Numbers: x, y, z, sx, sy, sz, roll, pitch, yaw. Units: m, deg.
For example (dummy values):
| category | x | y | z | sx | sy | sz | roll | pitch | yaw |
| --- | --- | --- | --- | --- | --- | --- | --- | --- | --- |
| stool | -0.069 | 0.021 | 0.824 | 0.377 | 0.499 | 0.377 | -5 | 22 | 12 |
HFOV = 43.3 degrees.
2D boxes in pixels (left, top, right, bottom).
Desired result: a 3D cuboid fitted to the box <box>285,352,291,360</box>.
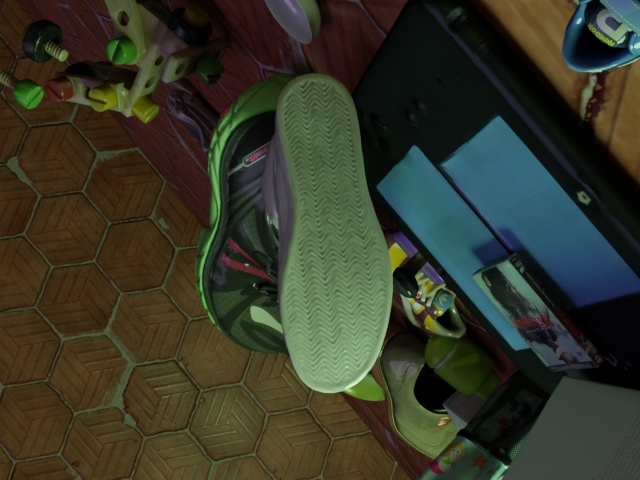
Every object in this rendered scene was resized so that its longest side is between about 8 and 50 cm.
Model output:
| category | x | y | z | sx | sy | sz | roll | pitch | yaw |
| --- | --- | --- | --- | --- | --- | --- | --- | --- | --- |
| box | -0.020 | 0.168 | 1.701 | 0.247 | 0.163 | 0.142 | 48 | 164 | 10 |

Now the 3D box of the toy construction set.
| category | x | y | z | sx | sy | sz | roll | pitch | yaw |
| --- | --- | --- | --- | --- | --- | --- | --- | --- | --- |
| toy construction set | -0.242 | -0.258 | 1.172 | 0.237 | 0.257 | 0.309 | 33 | -171 | 8 |

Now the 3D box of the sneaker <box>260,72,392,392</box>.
| category | x | y | z | sx | sy | sz | roll | pitch | yaw |
| --- | --- | --- | --- | --- | --- | --- | --- | --- | --- |
| sneaker | 0.000 | 0.000 | 0.809 | 0.169 | 0.108 | 0.292 | 137 | 131 | -80 |

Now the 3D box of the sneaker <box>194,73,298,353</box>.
| category | x | y | z | sx | sy | sz | roll | pitch | yaw |
| --- | --- | --- | --- | --- | --- | --- | --- | --- | --- |
| sneaker | -0.047 | 0.017 | 1.075 | 0.202 | 0.185 | 0.483 | 40 | 148 | 27 |

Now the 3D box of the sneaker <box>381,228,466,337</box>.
| category | x | y | z | sx | sy | sz | roll | pitch | yaw |
| --- | --- | --- | --- | --- | --- | --- | --- | --- | --- |
| sneaker | 0.133 | 0.056 | 1.058 | 0.084 | 0.069 | 0.185 | 21 | 156 | 51 |

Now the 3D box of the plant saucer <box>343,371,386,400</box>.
| category | x | y | z | sx | sy | sz | roll | pitch | yaw |
| --- | --- | --- | --- | --- | --- | --- | --- | --- | --- |
| plant saucer | 0.060 | 0.192 | 1.505 | 0.241 | 0.037 | 0.241 | 27 | -151 | -16 |

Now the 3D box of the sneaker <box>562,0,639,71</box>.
| category | x | y | z | sx | sy | sz | roll | pitch | yaw |
| --- | --- | --- | --- | --- | --- | --- | --- | --- | --- |
| sneaker | 0.164 | -0.123 | 0.389 | 0.053 | 0.059 | 0.144 | 51 | 167 | 8 |

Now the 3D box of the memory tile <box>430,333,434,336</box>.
| category | x | y | z | sx | sy | sz | roll | pitch | yaw |
| --- | --- | --- | --- | --- | --- | --- | --- | --- | --- |
| memory tile | 0.198 | 0.158 | 1.235 | 0.113 | 0.012 | 0.148 | 32 | 158 | 56 |

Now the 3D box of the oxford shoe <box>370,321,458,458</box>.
| category | x | y | z | sx | sy | sz | roll | pitch | yaw |
| --- | --- | --- | --- | --- | --- | --- | --- | --- | --- |
| oxford shoe | 0.193 | 0.298 | 1.430 | 0.130 | 0.123 | 0.348 | 28 | 156 | 49 |

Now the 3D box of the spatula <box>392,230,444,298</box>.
| category | x | y | z | sx | sy | sz | roll | pitch | yaw |
| --- | --- | --- | --- | --- | --- | --- | --- | --- | --- |
| spatula | 0.100 | 0.032 | 0.873 | 0.084 | 0.030 | 0.296 | 49 | -168 | 2 |

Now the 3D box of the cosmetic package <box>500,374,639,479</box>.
| category | x | y | z | sx | sy | sz | roll | pitch | yaw |
| --- | --- | --- | --- | --- | --- | --- | --- | --- | --- |
| cosmetic package | 0.304 | 0.233 | 0.649 | 0.224 | 0.138 | 0.224 | 37 | 168 | -10 |

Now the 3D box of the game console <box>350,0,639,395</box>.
| category | x | y | z | sx | sy | sz | roll | pitch | yaw |
| --- | --- | --- | --- | --- | --- | --- | --- | --- | --- |
| game console | 0.169 | -0.008 | 0.725 | 0.386 | 0.060 | 0.342 | 49 | 168 | 2 |

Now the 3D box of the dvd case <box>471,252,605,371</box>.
| category | x | y | z | sx | sy | sz | roll | pitch | yaw |
| --- | --- | --- | --- | --- | --- | --- | --- | --- | --- |
| dvd case | 0.193 | 0.068 | 0.727 | 0.119 | 0.013 | 0.087 | 49 | 164 | 1 |

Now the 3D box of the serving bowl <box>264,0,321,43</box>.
| category | x | y | z | sx | sy | sz | roll | pitch | yaw |
| --- | --- | --- | --- | --- | --- | --- | --- | --- | --- |
| serving bowl | -0.026 | -0.240 | 0.809 | 0.083 | 0.027 | 0.083 | 48 | 167 | 14 |

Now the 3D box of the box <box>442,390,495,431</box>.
| category | x | y | z | sx | sy | sz | roll | pitch | yaw |
| --- | --- | --- | --- | --- | --- | --- | --- | --- | --- |
| box | 0.273 | 0.299 | 1.242 | 0.137 | 0.072 | 0.126 | 35 | 160 | 54 |

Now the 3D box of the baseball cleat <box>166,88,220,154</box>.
| category | x | y | z | sx | sy | sz | roll | pitch | yaw |
| --- | --- | --- | --- | --- | --- | --- | --- | --- | --- |
| baseball cleat | -0.206 | -0.205 | 1.522 | 0.206 | 0.072 | 0.109 | 52 | -177 | 14 |

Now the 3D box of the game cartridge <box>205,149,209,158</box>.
| category | x | y | z | sx | sy | sz | roll | pitch | yaw |
| --- | --- | --- | --- | --- | --- | --- | --- | --- | --- |
| game cartridge | -0.160 | -0.113 | 1.338 | 0.083 | 0.017 | 0.056 | 56 | 171 | -21 |

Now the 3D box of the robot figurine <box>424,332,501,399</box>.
| category | x | y | z | sx | sy | sz | roll | pitch | yaw |
| --- | --- | --- | --- | --- | --- | --- | --- | --- | --- |
| robot figurine | 0.195 | 0.169 | 1.123 | 0.115 | 0.067 | 0.101 | 38 | -175 | 2 |

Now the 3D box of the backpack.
| category | x | y | z | sx | sy | sz | roll | pitch | yaw |
| --- | --- | --- | --- | --- | --- | --- | --- | --- | --- |
| backpack | 0.241 | 0.318 | 0.979 | 0.191 | 0.253 | 0.225 | 33 | 158 | 55 |
